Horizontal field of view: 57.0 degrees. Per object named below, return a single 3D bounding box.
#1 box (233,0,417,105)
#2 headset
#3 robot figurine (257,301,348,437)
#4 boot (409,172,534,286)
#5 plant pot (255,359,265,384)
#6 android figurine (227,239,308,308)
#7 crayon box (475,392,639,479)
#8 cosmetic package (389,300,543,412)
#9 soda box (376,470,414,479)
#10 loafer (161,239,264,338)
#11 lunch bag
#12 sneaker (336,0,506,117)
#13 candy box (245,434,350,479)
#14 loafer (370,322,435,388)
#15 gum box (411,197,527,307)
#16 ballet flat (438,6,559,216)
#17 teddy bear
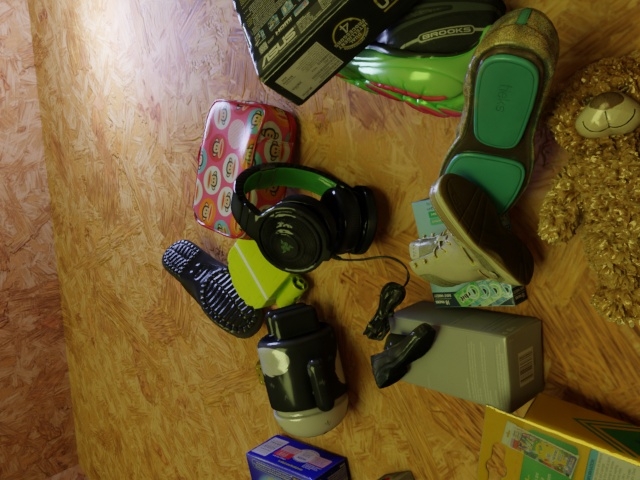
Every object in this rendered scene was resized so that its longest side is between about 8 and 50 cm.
[{"bbox_3d":[0.038,-0.431,0.819,0.395,0.097,0.318,-38,56,26],"label":"box"},{"bbox_3d":[0.000,0.000,1.063,0.394,0.243,0.185,40,130,33],"label":"headset"},{"bbox_3d":[-0.034,0.277,1.261,0.173,0.209,0.278,-12,93,21],"label":"robot figurine"},{"bbox_3d":[0.185,-0.002,0.851,0.213,0.077,0.165,42,151,-26],"label":"boot"},{"bbox_3d":[-0.108,0.311,1.423,0.081,0.083,0.082,-22,87,50],"label":"plant pot"},{"bbox_3d":[-0.124,0.045,1.352,0.248,0.056,0.273,56,130,23],"label":"android figurine"},{"bbox_3d":[0.386,0.348,0.812,0.322,0.083,0.203,15,114,32],"label":"crayon box"},{"bbox_3d":[0.231,0.182,0.969,0.237,0.107,0.127,8,108,51],"label":"cosmetic package"},{"bbox_3d":[0.183,0.622,1.179,0.091,0.098,0.287,-35,75,49],"label":"soda box"},{"bbox_3d":[-0.263,0.129,1.537,0.366,0.134,0.130,40,167,32],"label":"loafer"},{"bbox_3d":[-0.185,-0.157,1.283,0.258,0.120,0.293,20,102,43],"label":"lunch bag"},{"bbox_3d":[0.092,-0.347,0.930,0.482,0.185,0.202,36,101,39],"label":"sneaker"},{"bbox_3d":[-0.034,0.667,1.430,0.268,0.122,0.318,-3,100,49],"label":"candy box"},{"bbox_3d":[0.127,0.179,0.967,0.061,0.062,0.170,60,137,27],"label":"loafer"},{"bbox_3d":[0.236,0.014,0.950,0.156,0.041,0.185,-9,97,50],"label":"gum box"},{"bbox_3d":[0.231,-0.146,0.770,0.123,0.123,0.349,49,162,27],"label":"ballet flat"},{"bbox_3d":[0.376,-0.054,0.710,0.245,0.113,0.338,9,109,46],"label":"teddy bear"}]
